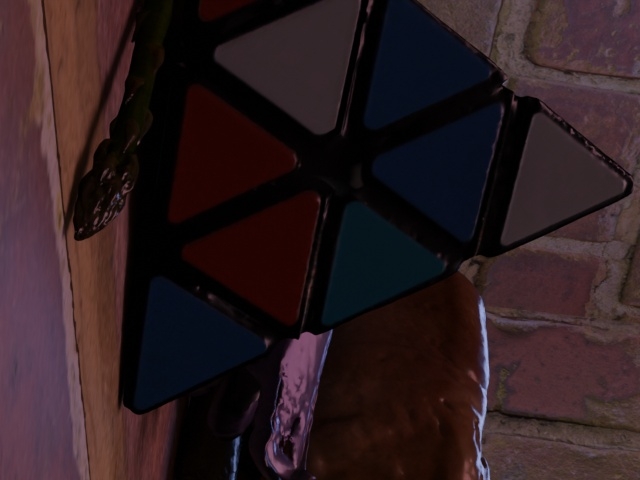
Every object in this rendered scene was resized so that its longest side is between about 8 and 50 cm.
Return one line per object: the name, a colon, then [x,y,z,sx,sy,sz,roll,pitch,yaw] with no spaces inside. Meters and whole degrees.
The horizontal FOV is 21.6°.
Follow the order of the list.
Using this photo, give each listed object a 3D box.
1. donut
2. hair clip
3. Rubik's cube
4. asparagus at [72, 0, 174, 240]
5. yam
donut: [0.013,0.144,1.203,0.299,0.150,0.317,-67,-164,5]
hair clip: [-0.012,0.002,0.971,0.137,0.090,0.278,41,63,-47]
Rubik's cube: [-0.044,-0.071,0.792,0.250,0.284,0.234,-46,146,-23]
asparagus: [-0.074,-0.077,0.700,0.022,0.023,0.233,44,31,-26]
yam: [-0.074,0.139,1.141,0.043,0.043,0.094,95,4,-49]
